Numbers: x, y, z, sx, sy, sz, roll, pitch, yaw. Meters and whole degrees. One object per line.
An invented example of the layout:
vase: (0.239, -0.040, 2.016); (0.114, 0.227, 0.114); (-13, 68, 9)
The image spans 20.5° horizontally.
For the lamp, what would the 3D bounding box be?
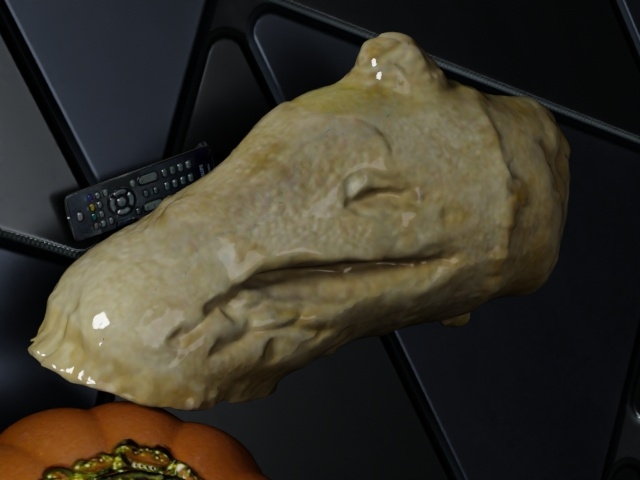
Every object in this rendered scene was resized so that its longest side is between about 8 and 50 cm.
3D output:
lamp: (-0.105, 0.187, 0.895); (0.223, 0.196, 0.223); (8, 54, -11)

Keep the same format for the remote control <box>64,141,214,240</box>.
remote control: (-0.101, -0.027, 0.992); (0.091, 0.016, 0.034); (-21, 117, -25)

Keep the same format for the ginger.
ginger: (0.000, 0.000, 0.983); (0.354, 0.126, 0.190); (-28, 124, -26)
